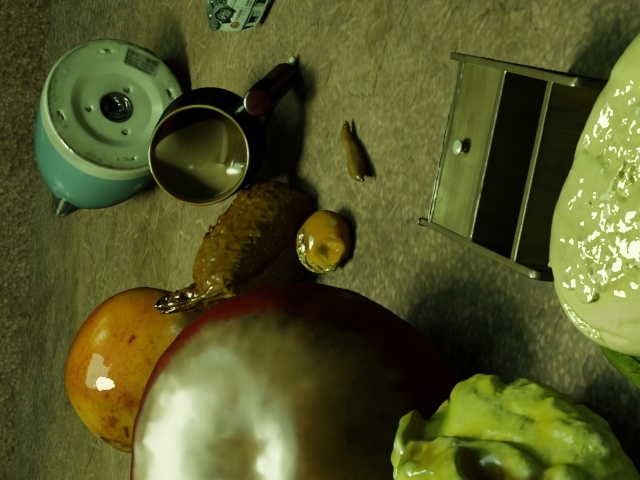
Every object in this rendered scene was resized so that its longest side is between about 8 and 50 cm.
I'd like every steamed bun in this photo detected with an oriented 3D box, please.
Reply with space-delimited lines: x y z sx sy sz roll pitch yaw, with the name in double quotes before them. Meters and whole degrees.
"steamed bun" 0.300 -0.037 0.920 0.166 0.232 0.273 49 130 45

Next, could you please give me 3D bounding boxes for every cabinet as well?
"cabinet" 0.207 -0.068 1.201 0.215 0.148 0.175 30 112 63

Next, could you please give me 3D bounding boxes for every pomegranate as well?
"pomegranate" -0.248 0.192 1.970 0.264 0.264 0.264 -22 65 61

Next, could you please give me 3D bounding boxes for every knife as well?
"knife" -0.078 -0.203 1.957 0.207 0.014 0.030 -57 39 44

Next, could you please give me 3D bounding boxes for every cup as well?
"cup" -0.150 -0.164 1.867 0.177 0.166 0.239 -82 16 -81

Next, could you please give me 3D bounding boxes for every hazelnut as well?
"hazelnut" -0.009 0.248 1.394 0.359 0.359 0.410 -5 85 63

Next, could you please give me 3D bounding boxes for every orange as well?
"orange" 0.000 0.000 1.703 0.086 0.062 0.086 -30 56 57

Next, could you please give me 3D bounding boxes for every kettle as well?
"kettle" -0.379 -0.201 2.371 0.319 0.247 0.342 -61 7 -27

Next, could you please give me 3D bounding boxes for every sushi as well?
"sushi" -0.099 0.029 1.790 0.140 0.149 0.287 1 46 40

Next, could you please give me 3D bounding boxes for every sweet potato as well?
"sweet potato" 0.042 -0.109 1.684 0.115 0.026 0.026 -106 33 -45

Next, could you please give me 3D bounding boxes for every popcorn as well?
"popcorn" 0.171 0.240 1.141 0.225 0.174 0.286 -22 28 19

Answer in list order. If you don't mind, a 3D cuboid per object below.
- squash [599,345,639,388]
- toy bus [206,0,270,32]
"squash" 0.306 0.098 1.050 0.318 0.071 0.080 13 87 63
"toy bus" -0.108 -0.397 1.972 0.194 0.089 0.087 -62 32 38
